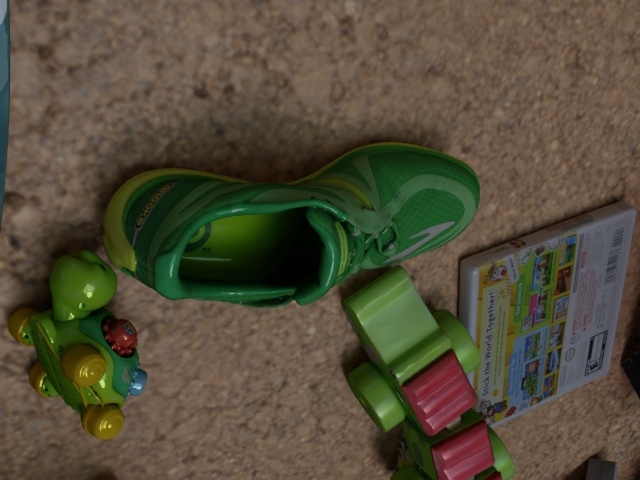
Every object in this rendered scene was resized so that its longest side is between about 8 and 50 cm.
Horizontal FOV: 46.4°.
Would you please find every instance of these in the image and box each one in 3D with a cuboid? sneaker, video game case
[{"bbox_3d":[0.000,0.000,0.541,0.296,0.123,0.109,-10,120,-26],"label":"sneaker"},{"bbox_3d":[0.097,0.224,0.789,0.035,0.031,0.083,2,109,-65],"label":"sneaker"},{"bbox_3d":[0.234,0.087,0.790,0.206,0.026,0.226,-18,125,-21],"label":"video game case"}]

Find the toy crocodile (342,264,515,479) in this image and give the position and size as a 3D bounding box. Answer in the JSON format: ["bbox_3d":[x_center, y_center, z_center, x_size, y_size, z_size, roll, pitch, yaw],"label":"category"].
[{"bbox_3d":[0.115,0.178,0.699,0.115,0.105,0.340,-28,112,-14],"label":"toy crocodile"}]

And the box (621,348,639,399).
[{"bbox_3d":[0.559,0.107,0.776,0.343,0.178,0.312,-17,157,-9],"label":"box"}]

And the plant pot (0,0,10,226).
[{"bbox_3d":[-0.259,-0.062,0.265,0.235,0.293,0.292,3,115,-15],"label":"plant pot"}]

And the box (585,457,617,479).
[{"bbox_3d":[0.369,0.403,0.986,0.145,0.038,0.186,-60,141,-41],"label":"box"}]

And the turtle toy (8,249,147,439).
[{"bbox_3d":[-0.162,0.069,0.516,0.066,0.095,0.130,-34,132,-37],"label":"turtle toy"}]
